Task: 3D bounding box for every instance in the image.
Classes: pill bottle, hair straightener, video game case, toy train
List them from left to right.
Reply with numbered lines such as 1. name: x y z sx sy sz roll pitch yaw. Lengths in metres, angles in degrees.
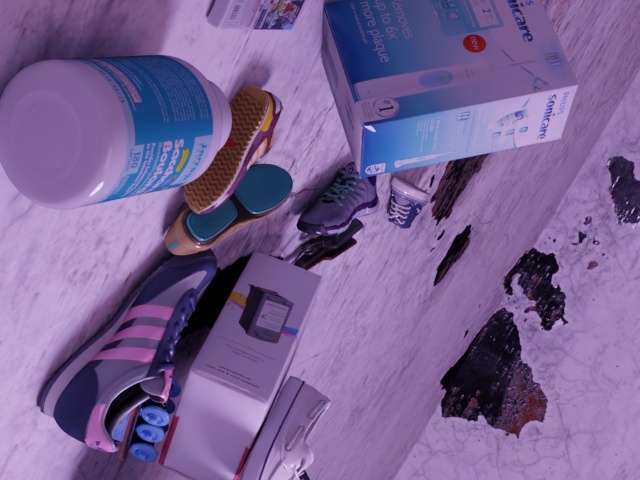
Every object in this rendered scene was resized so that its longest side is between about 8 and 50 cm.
1. pill bottle: -0.199 -0.119 1.287 0.264 0.146 0.146 -19 140 -60
2. toy train: -0.269 0.249 1.803 0.184 0.105 0.080 113 -3 -46
3. video game case: -0.043 -0.344 1.478 0.183 0.023 0.201 -17 137 -61
4. hair straightener: 0.000 0.000 2.146 0.230 0.047 0.089 -26 146 -47

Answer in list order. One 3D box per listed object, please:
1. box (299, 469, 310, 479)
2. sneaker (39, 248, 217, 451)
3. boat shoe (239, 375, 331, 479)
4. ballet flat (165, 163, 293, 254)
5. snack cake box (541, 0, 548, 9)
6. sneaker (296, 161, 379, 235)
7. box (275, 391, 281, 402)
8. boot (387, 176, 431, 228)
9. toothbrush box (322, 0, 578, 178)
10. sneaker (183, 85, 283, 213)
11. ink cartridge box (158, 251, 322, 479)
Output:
1. box: -0.164 0.675 1.960 0.480 0.472 0.297 -30 173 29
2. sneaker: -0.228 0.150 1.690 0.319 0.131 0.112 -49 160 -12
3. boat shoe: -0.054 0.315 1.825 0.267 0.088 0.096 -62 175 -52
4. ballet flat: -0.132 -0.044 1.724 0.232 0.080 0.073 -30 177 -46
5. snack cake box: 0.313 -0.375 2.178 0.152 0.089 0.264 -35 153 -46
6. sneaker: 0.028 -0.078 2.051 0.223 0.083 0.098 -32 130 -58
7. box: -0.091 0.383 2.512 0.137 0.072 0.126 -53 161 -2
8. boot: 0.161 -0.065 2.362 0.086 0.069 0.190 -60 163 5
9. toothbrush box: 0.169 -0.229 1.683 0.295 0.216 0.126 -10 150 -8
10. sneaker: -0.107 -0.112 1.640 0.185 0.069 0.084 -57 156 8
11. ink cartridge box: -0.119 0.199 1.908 0.306 0.131 0.226 -66 178 -53
